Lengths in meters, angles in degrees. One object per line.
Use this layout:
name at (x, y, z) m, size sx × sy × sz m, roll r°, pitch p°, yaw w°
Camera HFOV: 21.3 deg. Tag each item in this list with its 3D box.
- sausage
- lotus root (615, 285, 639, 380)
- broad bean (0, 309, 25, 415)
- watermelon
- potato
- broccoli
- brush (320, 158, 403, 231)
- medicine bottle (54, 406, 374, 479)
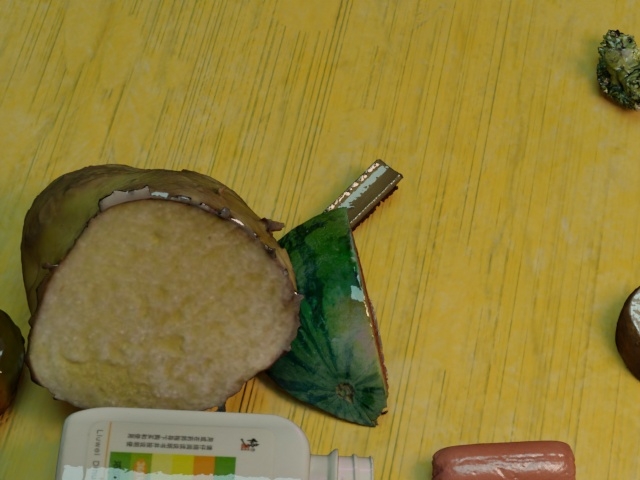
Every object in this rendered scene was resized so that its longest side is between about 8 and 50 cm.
sausage at (0.194, 0.246, 1.811) m, size 0.154 × 0.062 × 0.062 m, roll -3°, pitch 57°, yaw -3°
lotus root at (0.391, 0.106, 1.905) m, size 0.122 × 0.081 × 0.112 m, roll 31°, pitch 69°, yaw 17°
broad bean at (-0.417, 0.153, 1.815) m, size 0.156 × 0.122 × 0.228 m, roll 39°, pitch 67°, yaw 23°
watermelon at (-0.014, 0.091, 1.873) m, size 0.146 × 0.128 × 0.231 m, roll -12°, pitch 64°, yaw 4°
potato at (-0.177, 0.021, 1.852) m, size 0.289 × 0.301 × 0.237 m, roll 34°, pitch 21°, yaw -16°
broccoli at (0.377, -0.214, 2.101) m, size 0.095 × 0.092 × 0.097 m, roll 18°, pitch 72°, yaw 33°
brush at (0.000, 0.000, 1.983) m, size 0.043 × 0.036 × 0.248 m, roll 37°, pitch 70°, yaw 25°
medicine bottle at (-0.107, 0.269, 1.751) m, size 0.324 × 0.124 × 0.179 m, roll 4°, pitch 64°, yaw -1°
